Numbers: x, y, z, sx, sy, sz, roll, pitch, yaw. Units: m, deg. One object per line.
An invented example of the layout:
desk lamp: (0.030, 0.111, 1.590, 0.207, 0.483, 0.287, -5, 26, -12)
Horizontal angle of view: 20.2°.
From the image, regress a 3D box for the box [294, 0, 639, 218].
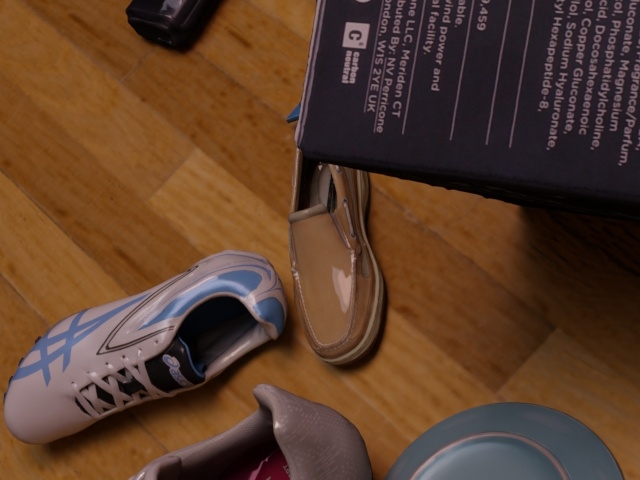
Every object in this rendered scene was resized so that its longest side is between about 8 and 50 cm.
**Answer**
box: (0.238, -0.112, 1.070, 0.395, 0.293, 0.212, 9, 90, 34)

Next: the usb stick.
usb stick: (-0.075, -0.288, 1.565, 0.077, 0.045, 0.278, 17, 70, 44)

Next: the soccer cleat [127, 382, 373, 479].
soccer cleat: (-0.117, 0.215, 1.191, 0.331, 0.143, 0.116, -41, 49, 4)

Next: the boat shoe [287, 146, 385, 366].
boat shoe: (0.000, 0.000, 1.314, 0.068, 0.072, 0.190, -20, 52, 17)

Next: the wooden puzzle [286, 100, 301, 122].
wooden puzzle: (0.035, -0.104, 1.402, 0.116, 0.014, 0.078, 18, 66, 37)

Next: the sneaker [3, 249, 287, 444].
sneaker: (-0.133, 0.087, 1.323, 0.237, 0.085, 0.086, -29, 31, 9)

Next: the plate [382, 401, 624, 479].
plate: (0.107, 0.186, 1.163, 0.188, 0.024, 0.188, -14, 55, 22)
